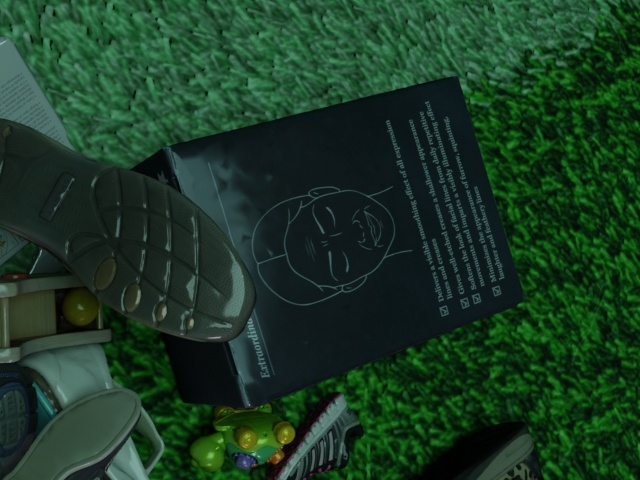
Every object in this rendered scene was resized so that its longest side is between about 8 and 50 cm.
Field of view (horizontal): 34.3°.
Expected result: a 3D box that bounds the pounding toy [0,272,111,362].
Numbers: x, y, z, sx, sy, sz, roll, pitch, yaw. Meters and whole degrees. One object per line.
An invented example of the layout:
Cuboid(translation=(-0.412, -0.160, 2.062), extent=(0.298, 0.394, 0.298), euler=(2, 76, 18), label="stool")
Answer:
Cuboid(translation=(-0.332, 0.043, 1.062), extent=(0.269, 0.154, 0.155), euler=(-2, 91, -51), label="pounding toy")

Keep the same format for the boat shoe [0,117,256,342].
Cuboid(translation=(-0.209, -0.012, 1.060), extent=(0.355, 0.130, 0.132), euler=(32, 87, 15), label="boat shoe")

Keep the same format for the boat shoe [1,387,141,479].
Cuboid(translation=(-0.261, 0.236, 1.061), extent=(0.075, 0.065, 0.206), euler=(30, 61, 28), label="boat shoe")

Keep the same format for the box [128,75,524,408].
Cuboid(translation=(0.000, 0.000, 1.252), extent=(0.395, 0.212, 0.293), euler=(-17, 91, -28), label="box")

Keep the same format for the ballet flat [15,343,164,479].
Cuboid(translation=(-0.210, 0.290, 1.166), extent=(0.139, 0.139, 0.400), euler=(-28, 95, -27), label="ballet flat")

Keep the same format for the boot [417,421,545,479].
Cuboid(translation=(0.188, 0.443, 1.333), extent=(0.377, 0.138, 0.284), euler=(-33, 98, -32), label="boot")

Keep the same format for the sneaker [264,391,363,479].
Cuboid(translation=(-0.004, 0.272, 1.295), extent=(0.075, 0.063, 0.170), euler=(45, 62, -8), label="sneaker")

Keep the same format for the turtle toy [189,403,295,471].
Cuboid(translation=(-0.095, 0.241, 1.247), extent=(0.130, 0.095, 0.066), euler=(-3, 106, -26), label="turtle toy")

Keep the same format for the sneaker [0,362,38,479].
Cuboid(translation=(-0.370, 0.262, 1.096), extent=(0.111, 0.129, 0.297), euler=(-16, 111, -66), label="sneaker")

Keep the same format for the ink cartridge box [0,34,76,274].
Cuboid(translation=(-0.403, -0.039, 1.140), extent=(0.296, 0.066, 0.261), euler=(-43, 128, -24), label="ink cartridge box")
